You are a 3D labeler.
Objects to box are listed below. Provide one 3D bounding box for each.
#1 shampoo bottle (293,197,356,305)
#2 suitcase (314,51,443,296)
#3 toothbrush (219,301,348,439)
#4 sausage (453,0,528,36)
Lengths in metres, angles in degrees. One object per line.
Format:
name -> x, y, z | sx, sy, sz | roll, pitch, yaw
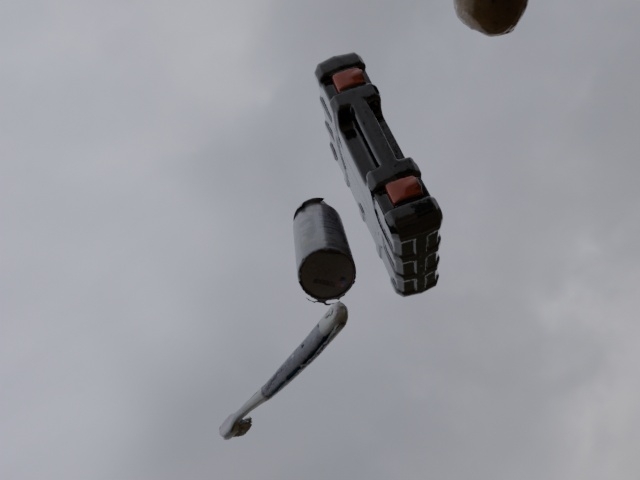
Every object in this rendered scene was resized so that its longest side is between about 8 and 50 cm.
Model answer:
shampoo bottle -> 0.000, 0.000, 0.817 | 0.072, 0.214, 0.072 | -1, -69, -4
suitcase -> 0.075, -0.084, 0.878 | 0.066, 0.286, 0.206 | -21, -28, -3
toothbrush -> -0.040, 0.133, 0.623 | 0.026, 0.024, 0.288 | 9, -37, -24
sausage -> 0.260, -0.569, 1.037 | 0.123, 0.136, 0.501 | -7, -88, -58
